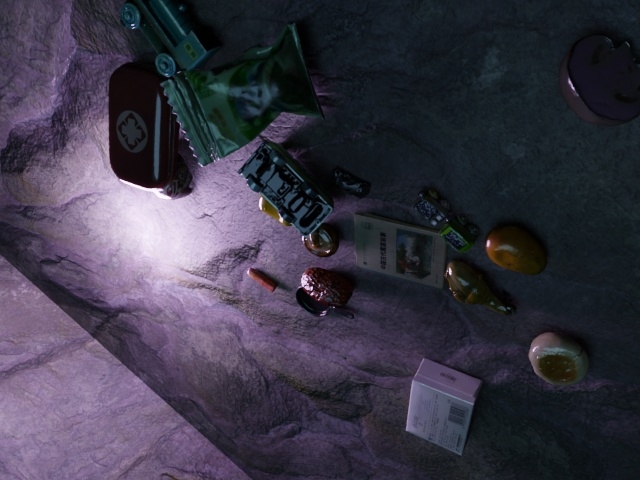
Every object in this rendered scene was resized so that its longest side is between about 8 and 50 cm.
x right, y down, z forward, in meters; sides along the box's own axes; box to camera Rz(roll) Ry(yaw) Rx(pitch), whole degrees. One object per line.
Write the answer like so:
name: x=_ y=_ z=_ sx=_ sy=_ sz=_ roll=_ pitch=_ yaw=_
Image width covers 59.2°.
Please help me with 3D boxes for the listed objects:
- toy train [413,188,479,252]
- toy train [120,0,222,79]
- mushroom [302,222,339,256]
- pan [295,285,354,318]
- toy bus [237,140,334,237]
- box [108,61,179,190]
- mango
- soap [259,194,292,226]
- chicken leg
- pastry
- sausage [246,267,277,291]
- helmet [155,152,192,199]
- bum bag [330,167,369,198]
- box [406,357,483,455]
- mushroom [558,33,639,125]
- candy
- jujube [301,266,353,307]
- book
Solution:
toy train: x=0.332 y=-0.054 z=1.495 sx=0.202 sy=0.081 sz=0.060 roll=42 pitch=136 yaw=2
toy train: x=-0.430 y=-0.609 z=1.599 sx=0.194 sy=0.120 sz=0.298 roll=-28 pitch=103 yaw=36
mushroom: x=0.000 y=0.000 z=1.757 sx=0.127 sy=0.087 sz=0.127 roll=19 pitch=127 yaw=27
pan: x=0.018 y=0.222 z=1.947 sx=0.235 sy=0.028 sz=0.136 roll=18 pitch=130 yaw=27
toy bus: x=-0.085 y=-0.156 z=1.646 sx=0.276 sy=0.165 sz=0.133 roll=45 pitch=109 yaw=-2
box: x=-0.569 y=-0.359 z=1.812 sx=0.263 sy=0.108 sz=0.404 roll=18 pitch=114 yaw=23
mango: x=0.498 y=0.024 z=1.432 sx=0.164 sy=0.089 sz=0.115 roll=24 pitch=133 yaw=14
soap: x=-0.136 y=-0.103 z=1.806 sx=0.140 sy=0.045 sz=0.089 roll=34 pitch=131 yaw=11
chicken leg: x=0.439 y=0.143 z=1.571 sx=0.227 sy=0.088 sz=0.103 roll=36 pitch=125 yaw=-1
pastry: x=0.652 y=0.321 z=1.540 sx=0.156 sy=0.092 sz=0.157 roll=17 pitch=132 yaw=21
sausage: x=-0.216 y=0.139 z=2.045 sx=0.129 sy=0.034 sz=0.034 roll=34 pitch=134 yaw=9
helmet: x=-0.535 y=-0.214 z=1.959 sx=0.153 sy=0.107 sz=0.177 roll=25 pitch=133 yaw=21
bum bag: x=0.083 y=-0.162 z=1.620 sx=0.124 sy=0.034 sz=0.058 roll=30 pitch=124 yaw=12
box: x=0.403 y=0.548 z=1.855 sx=0.203 sy=0.116 sz=0.274 roll=17 pitch=129 yaw=24
mushroom: x=0.553 y=-0.313 z=1.135 sx=0.188 sy=0.141 sz=0.117 roll=59 pitch=167 yaw=-2
candy: x=-0.202 y=-0.380 z=1.502 sx=0.397 sy=0.172 sz=0.263 roll=-22 pitch=106 yaw=5
jujube: x=0.020 y=0.151 z=1.835 sx=0.176 sy=0.112 sz=0.109 roll=20 pitch=98 yaw=25
book: x=0.234 y=0.032 z=1.666 sx=0.282 sy=0.025 sz=0.215 roll=13 pitch=129 yaw=25
